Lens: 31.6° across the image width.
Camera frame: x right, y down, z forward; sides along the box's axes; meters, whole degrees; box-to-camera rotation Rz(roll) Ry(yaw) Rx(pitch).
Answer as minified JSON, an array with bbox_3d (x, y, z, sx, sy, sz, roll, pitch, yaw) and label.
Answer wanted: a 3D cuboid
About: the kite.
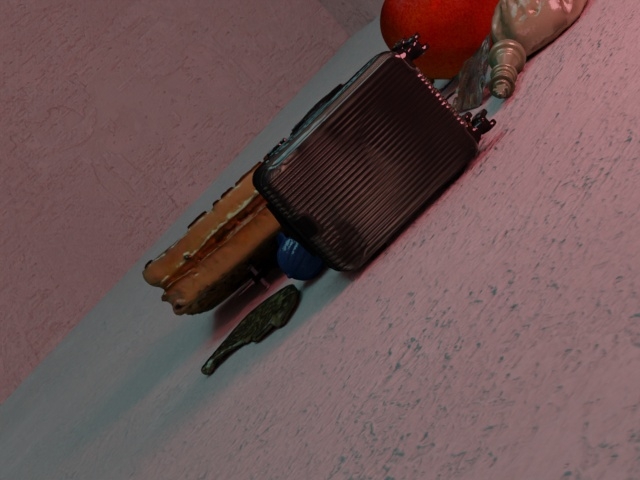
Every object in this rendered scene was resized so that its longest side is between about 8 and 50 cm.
[{"bbox_3d":[0.230,-0.257,1.891,0.229,0.016,0.127,156,130,-68],"label":"kite"}]

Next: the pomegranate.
[{"bbox_3d":[0.222,-0.392,2.067,0.221,0.221,0.256,-48,-21,-23],"label":"pomegranate"}]

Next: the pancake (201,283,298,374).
[{"bbox_3d":[-0.099,0.132,1.682,0.184,0.020,0.190,-46,10,-18],"label":"pancake"}]

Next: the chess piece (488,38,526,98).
[{"bbox_3d":[0.277,-0.252,1.716,0.059,0.059,0.149,-36,17,32],"label":"chess piece"}]

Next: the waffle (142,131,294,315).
[{"bbox_3d":[-0.114,-0.031,1.924,0.376,0.114,0.261,-41,-8,7],"label":"waffle"}]

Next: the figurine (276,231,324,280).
[{"bbox_3d":[0.000,0.000,1.709,0.149,0.087,0.086,-31,-9,-10],"label":"figurine"}]

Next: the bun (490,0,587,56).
[{"bbox_3d":[0.343,-0.376,1.820,0.183,0.102,0.183,-39,14,12],"label":"bun"}]

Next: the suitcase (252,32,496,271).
[{"bbox_3d":[0.068,-0.118,1.554,0.312,0.202,0.128,-43,11,-5],"label":"suitcase"}]

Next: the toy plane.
[{"bbox_3d":[-0.062,0.026,1.882,0.197,0.053,0.078,-43,3,-5],"label":"toy plane"}]
